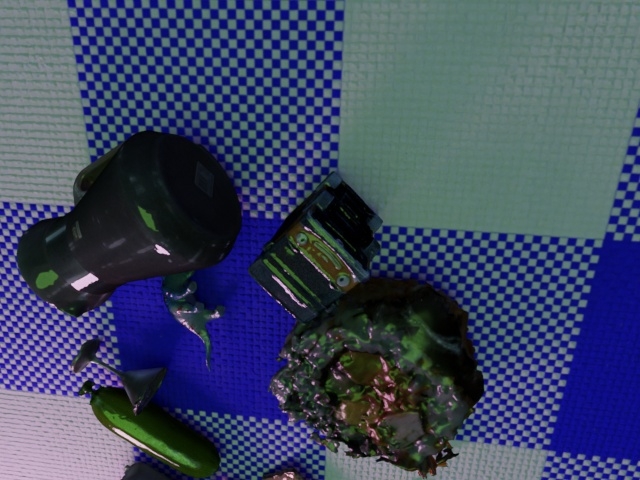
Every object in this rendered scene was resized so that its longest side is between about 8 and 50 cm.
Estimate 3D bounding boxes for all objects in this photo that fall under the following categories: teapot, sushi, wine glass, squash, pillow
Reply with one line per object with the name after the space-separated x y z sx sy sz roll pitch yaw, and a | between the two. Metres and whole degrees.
-0.347 -0.043 0.784 0.344 0.253 0.300 -25 67 18 | teapot
0.106 0.260 0.853 0.418 0.176 0.417 2 108 7 | sushi
-0.455 0.297 0.977 0.183 0.122 0.122 29 110 2 | wine glass
-0.402 0.448 1.026 0.379 0.101 0.101 36 110 -10 | squash
-0.045 0.661 1.075 0.126 0.043 0.232 -27 102 28 | pillow

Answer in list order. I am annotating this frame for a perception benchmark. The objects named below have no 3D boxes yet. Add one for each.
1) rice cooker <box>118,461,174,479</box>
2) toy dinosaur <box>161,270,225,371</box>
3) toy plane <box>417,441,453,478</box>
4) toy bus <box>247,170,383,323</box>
-0.430 0.692 1.054 0.244 0.226 0.226 32 110 -7 | rice cooker
-0.284 0.125 0.911 0.144 0.076 0.329 -31 99 27 | toy dinosaur
0.210 0.447 0.973 0.135 0.062 0.188 -31 89 16 | toy plane
0.000 0.000 0.723 0.167 0.275 0.138 -41 100 20 | toy bus
